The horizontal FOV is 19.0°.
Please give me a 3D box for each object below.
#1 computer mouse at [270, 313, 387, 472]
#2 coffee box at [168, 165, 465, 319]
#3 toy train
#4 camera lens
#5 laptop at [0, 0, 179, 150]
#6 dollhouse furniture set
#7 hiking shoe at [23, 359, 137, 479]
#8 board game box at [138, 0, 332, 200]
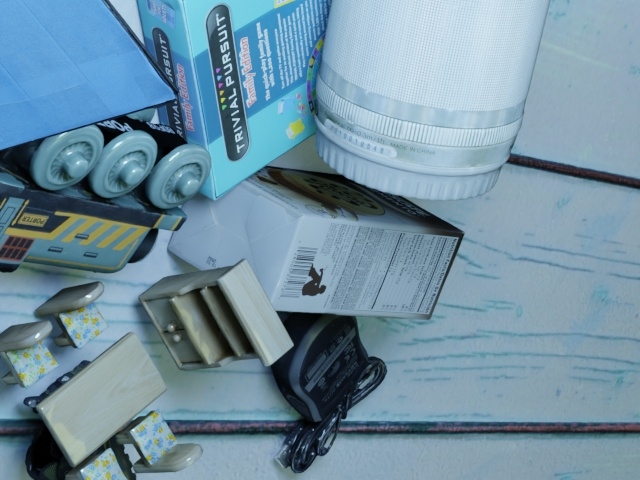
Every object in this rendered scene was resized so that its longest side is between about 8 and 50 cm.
[{"bbox_3d":[-0.010,0.155,2.327,0.188,0.072,0.272,-47,154,-19],"label":"computer mouse"},{"bbox_3d":[0.000,0.000,2.145,0.297,0.168,0.119,5,110,-51],"label":"coffee box"},{"bbox_3d":[-0.248,-0.057,1.846,0.190,0.142,0.334,-53,152,16],"label":"toy train"},{"bbox_3d":[0.114,-0.205,1.961,0.219,0.219,0.274,-14,124,-44],"label":"camera lens"},{"bbox_3d":[-0.396,-0.108,1.480,0.408,0.236,0.382,-52,133,-16],"label":"laptop"},{"bbox_3d":[-0.176,0.133,1.967,0.242,0.161,0.212,-39,108,-35],"label":"dollhouse furniture set"},{"bbox_3d":[-0.270,0.243,2.081,0.114,0.086,0.227,-24,121,-29],"label":"hiking shoe"},{"bbox_3d":[-0.030,-0.235,2.025,0.336,0.079,0.254,-34,136,-29],"label":"board game box"}]
